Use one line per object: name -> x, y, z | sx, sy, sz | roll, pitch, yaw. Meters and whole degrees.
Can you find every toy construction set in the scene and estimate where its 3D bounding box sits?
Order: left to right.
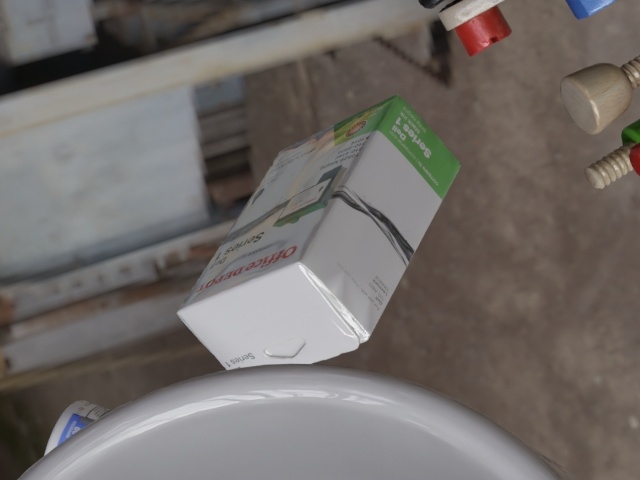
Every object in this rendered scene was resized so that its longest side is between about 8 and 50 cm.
toy construction set -> 0.210, -0.205, 1.181 | 0.309, 0.237, 0.257 | 56, 165, 19

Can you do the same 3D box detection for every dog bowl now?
dog bowl -> -0.014, 0.207, 0.731 | 0.349, 0.348, 0.102 | 58, 177, 30

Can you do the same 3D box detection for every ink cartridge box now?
ink cartridge box -> 0.000, 0.000, 1.518 | 0.160, 0.219, 0.092 | -24, 116, 42

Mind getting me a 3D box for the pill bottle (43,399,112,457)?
pill bottle -> -0.145, 0.185, 1.454 | 0.137, 0.078, 0.078 | 18, 137, 12
